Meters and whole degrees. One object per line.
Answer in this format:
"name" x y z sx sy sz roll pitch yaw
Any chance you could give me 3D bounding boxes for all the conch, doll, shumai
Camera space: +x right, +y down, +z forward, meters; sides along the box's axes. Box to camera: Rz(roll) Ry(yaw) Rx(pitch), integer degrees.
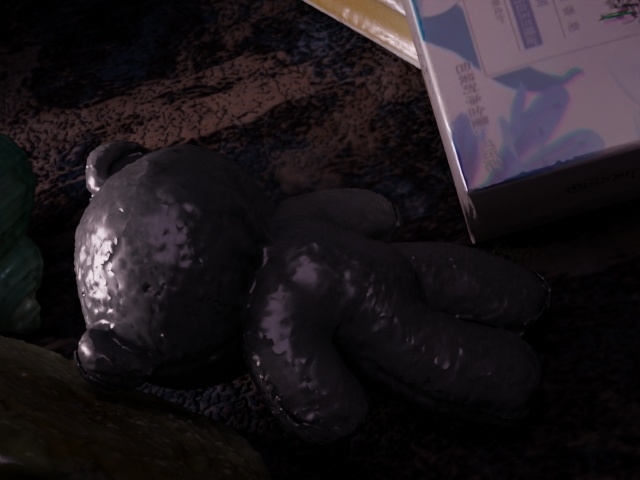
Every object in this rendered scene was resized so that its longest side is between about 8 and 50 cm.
"conch" -0.297 -0.001 1.280 0.196 0.134 0.202 -56 49 20
"doll" -0.014 0.055 1.126 0.340 0.158 0.246 16 45 -11
"shumai" -0.208 0.213 1.037 0.309 0.304 0.263 25 93 35

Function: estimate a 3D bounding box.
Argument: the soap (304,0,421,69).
"soap" 0.070 -0.266 1.443 0.173 0.089 0.274 -40 48 -18

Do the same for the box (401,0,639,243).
"box" 0.175 -0.160 1.224 0.203 0.116 0.274 -14 68 3
